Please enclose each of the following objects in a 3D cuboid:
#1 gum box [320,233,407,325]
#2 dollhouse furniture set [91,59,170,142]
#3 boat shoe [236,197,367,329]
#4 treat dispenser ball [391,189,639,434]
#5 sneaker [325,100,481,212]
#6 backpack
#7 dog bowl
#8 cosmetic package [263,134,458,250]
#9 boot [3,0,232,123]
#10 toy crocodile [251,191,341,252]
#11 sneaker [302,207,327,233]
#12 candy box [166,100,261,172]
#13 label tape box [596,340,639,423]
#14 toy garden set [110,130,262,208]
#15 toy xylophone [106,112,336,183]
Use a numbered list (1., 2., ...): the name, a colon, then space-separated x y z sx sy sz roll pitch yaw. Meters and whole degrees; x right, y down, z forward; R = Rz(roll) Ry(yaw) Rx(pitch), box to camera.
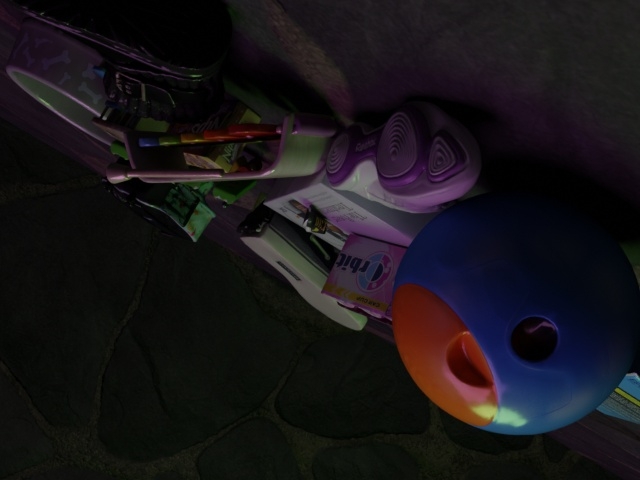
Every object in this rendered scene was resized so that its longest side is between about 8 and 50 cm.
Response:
1. gum box: 0.092 0.063 1.226 0.062 0.107 0.188 36 167 -39
2. dollhouse furniture set: -0.339 -0.255 1.338 0.129 0.129 0.184 21 168 43
3. boat shoe: 0.003 0.025 1.606 0.340 0.158 0.127 45 157 -27
4. treat dispenser ball: 0.228 0.083 0.959 0.288 0.288 0.288 29 170 5
5. sneaker: 0.124 -0.092 0.978 0.152 0.114 0.305 19 179 -22
6. backpack: -0.377 -0.114 1.989 0.225 0.191 0.253 26 163 36
7. dog bowl: -0.459 -0.290 1.602 0.349 0.102 0.349 30 170 5
8. cosmetic package: 0.083 -0.040 1.329 0.285 0.097 0.377 29 171 -13
9. boot: -0.276 -0.277 1.044 0.348 0.131 0.260 31 170 -8
10. toy crocodile: 0.000 0.000 1.715 0.341 0.115 0.105 32 166 -27
11. sneaker: -0.006 -0.030 1.277 0.035 0.031 0.083 15 172 8
12. candy box: -0.189 -0.179 1.356 0.053 0.109 0.187 37 169 -34
13. label tape box: 0.513 0.220 1.352 0.249 0.115 0.348 31 168 -14
14. toy garden set: -0.236 -0.139 1.507 0.244 0.049 0.204 23 -155 8
15. toy xylophone: -0.145 -0.124 1.128 0.323 0.081 0.236 -1 -176 24
